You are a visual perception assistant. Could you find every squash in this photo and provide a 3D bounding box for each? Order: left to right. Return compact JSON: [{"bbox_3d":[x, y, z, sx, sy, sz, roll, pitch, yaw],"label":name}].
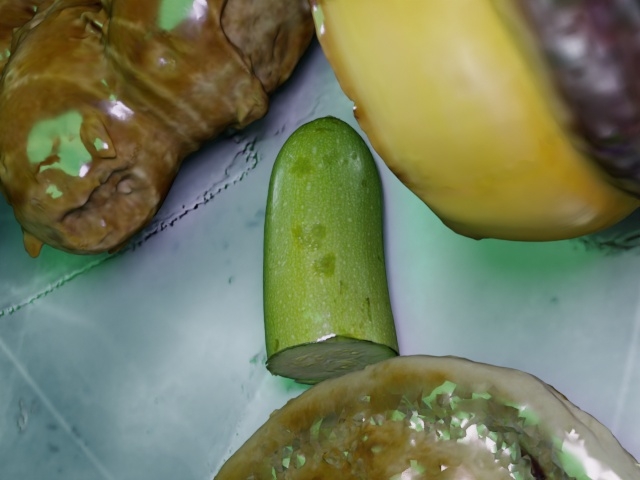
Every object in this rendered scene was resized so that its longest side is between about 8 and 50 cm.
[{"bbox_3d":[0.000,0.000,1.363,0.095,0.095,0.188,-16,67,26],"label":"squash"}]

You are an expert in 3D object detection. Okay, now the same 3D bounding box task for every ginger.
[{"bbox_3d":[-0.127,-0.169,1.453,0.357,0.152,0.274,-46,40,11],"label":"ginger"}]

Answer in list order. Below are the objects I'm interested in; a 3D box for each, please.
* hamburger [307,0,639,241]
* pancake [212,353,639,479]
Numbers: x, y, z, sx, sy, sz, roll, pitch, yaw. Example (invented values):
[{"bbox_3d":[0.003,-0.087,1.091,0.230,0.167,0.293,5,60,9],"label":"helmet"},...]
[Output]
[{"bbox_3d":[0.176,-0.191,1.139,0.277,0.396,0.395,-17,69,27],"label":"hamburger"},{"bbox_3d":[0.059,0.256,1.259,0.387,0.082,0.386,-5,81,31],"label":"pancake"}]
